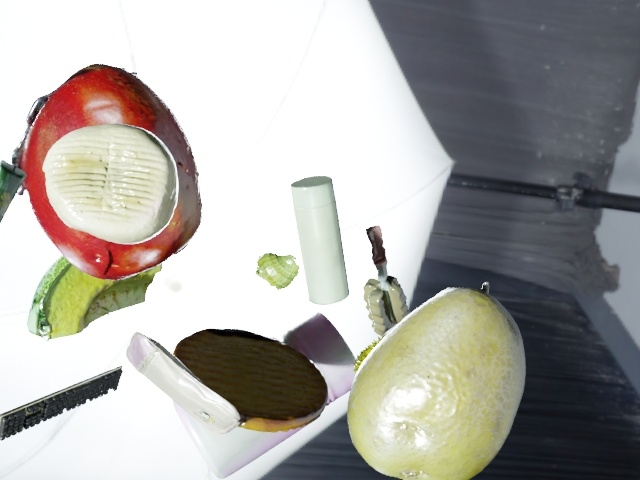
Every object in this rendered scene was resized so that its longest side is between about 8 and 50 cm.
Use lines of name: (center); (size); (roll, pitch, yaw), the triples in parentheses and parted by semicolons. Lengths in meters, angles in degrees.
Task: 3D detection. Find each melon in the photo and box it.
melon: (-0.560, 0.106, 1.819); (0.331, 0.344, 0.226); (-36, 76, 37)

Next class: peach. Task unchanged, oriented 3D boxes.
peach: (-0.412, -0.143, 1.508); (0.339, 0.353, 0.416); (-36, -71, -49)

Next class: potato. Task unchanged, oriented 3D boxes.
potato: (0.139, 0.162, 0.849); (0.251, 0.174, 0.159); (-62, 19, 2)

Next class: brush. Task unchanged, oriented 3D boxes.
brush: (0.114, 0.070, 1.381); (0.301, 0.084, 0.071); (73, 173, -48)

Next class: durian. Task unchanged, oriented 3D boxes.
durian: (0.126, 0.253, 1.491); (0.086, 0.100, 0.215); (-54, 7, 28)

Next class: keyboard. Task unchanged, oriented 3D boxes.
keyboard: (-0.619, 0.388, 1.785); (0.027, 0.317, 0.106); (49, 133, 21)

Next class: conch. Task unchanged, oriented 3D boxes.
conch: (-0.093, 0.065, 1.597); (0.089, 0.121, 0.074); (62, -148, -19)

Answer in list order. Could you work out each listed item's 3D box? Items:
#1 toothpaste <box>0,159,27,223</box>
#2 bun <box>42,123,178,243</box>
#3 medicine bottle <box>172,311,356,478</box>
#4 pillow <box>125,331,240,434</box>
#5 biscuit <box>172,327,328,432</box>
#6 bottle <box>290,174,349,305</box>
toothpaste: (-0.529, -0.034, 1.190); (0.032, 0.049, 0.204); (-11, 56, 43)
bun: (-0.312, -0.081, 1.117); (0.128, 0.193, 0.178); (117, 158, -74)
medicine bottle: (-0.114, 0.339, 1.665); (0.219, 0.388, 0.219); (55, 168, 18)
pillow: (-0.237, 0.245, 1.255); (0.038, 0.233, 0.130); (-49, 0, -40)
biscuit: (-0.136, 0.266, 1.448); (0.318, 0.318, 0.040); (-102, 28, -68)
bottle: (0.000, 0.000, 1.201); (0.072, 0.072, 0.201); (-104, 6, -70)
